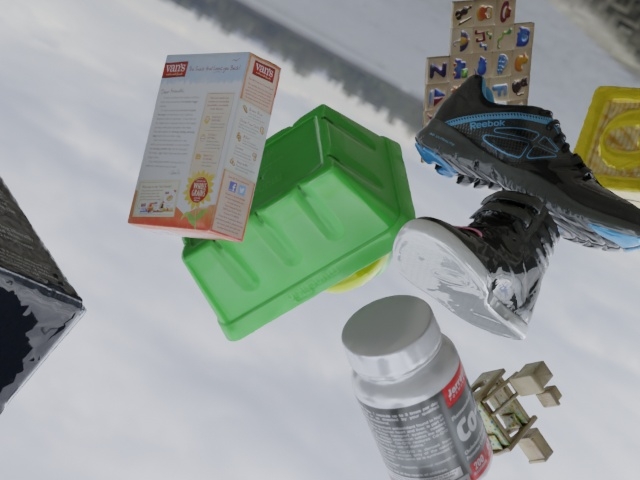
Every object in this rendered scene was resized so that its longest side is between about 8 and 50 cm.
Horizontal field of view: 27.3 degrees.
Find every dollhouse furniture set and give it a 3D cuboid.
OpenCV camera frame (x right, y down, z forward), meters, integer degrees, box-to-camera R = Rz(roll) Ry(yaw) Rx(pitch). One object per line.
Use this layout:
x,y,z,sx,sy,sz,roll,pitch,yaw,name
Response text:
0.343,0.311,2.203,0.182,0.101,0.161,55,144,-10,dollhouse furniture set

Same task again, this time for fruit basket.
0.000,0.000,2.116,0.392,0.392,0.283,25,-146,-25,fruit basket

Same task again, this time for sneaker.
0.172,-0.004,1.429,0.105,0.146,0.296,13,166,32,sneaker
0.287,-0.103,1.704,0.341,0.139,0.125,31,172,25,sneaker

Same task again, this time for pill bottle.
0.139,0.229,1.914,0.161,0.161,0.283,40,156,56,pill bottle

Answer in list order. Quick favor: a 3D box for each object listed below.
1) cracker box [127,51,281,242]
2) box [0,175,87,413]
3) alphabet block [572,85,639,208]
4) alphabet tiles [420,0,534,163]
-0.148,-0.120,1.677,0.156,0.232,0.067,6,171,42,cracker box
-0.646,0.083,1.798,0.297,0.480,0.472,31,-167,-47,box
0.547,-0.125,2.186,0.192,0.193,0.197,7,159,39,alphabet block
0.235,-0.241,1.963,0.198,0.237,0.009,-10,-158,-31,alphabet tiles
